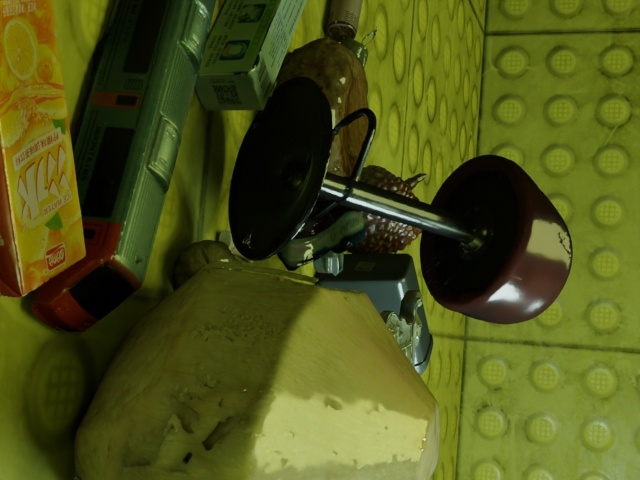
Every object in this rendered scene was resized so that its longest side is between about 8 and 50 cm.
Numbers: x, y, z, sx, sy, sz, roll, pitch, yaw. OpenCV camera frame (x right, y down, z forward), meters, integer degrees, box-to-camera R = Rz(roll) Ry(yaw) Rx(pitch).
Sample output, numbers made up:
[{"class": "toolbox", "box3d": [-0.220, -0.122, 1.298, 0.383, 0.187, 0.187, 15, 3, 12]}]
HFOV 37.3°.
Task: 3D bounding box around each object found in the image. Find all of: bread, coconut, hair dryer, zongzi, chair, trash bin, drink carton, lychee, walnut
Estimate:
[{"class": "bread", "box3d": [-0.005, -0.169, 1.348, 0.230, 0.123, 0.230, 1, 90, -74]}, {"class": "coconut", "box3d": [-0.056, 0.185, 0.905, 0.352, 0.352, 0.353, 3, 90, -72]}, {"class": "hair dryer", "box3d": [0.018, -0.462, 1.513, 0.220, 0.053, 0.195, 51, 44, -54]}, {"class": "zongzi", "box3d": [0.051, -0.272, 1.565, 0.154, 0.062, 0.130, -64, 159, -13]}, {"class": "chair", "box3d": [0.109, -0.035, 1.194, 0.401, 0.226, 0.227, 17, 72, -29]}, {"class": "trash bin", "box3d": [0.092, 0.140, 1.609, 0.101, 0.176, 0.236, -62, 145, -51]}, {"class": "drink carton", "box3d": [-0.243, -0.077, 0.719, 0.096, 0.071, 0.223, -46, 136, -65]}, {"class": "lychee", "box3d": [0.107, -0.057, 1.628, 0.197, 0.165, 0.165, -45, 155, -1]}, {"class": "walnut", "box3d": [-0.128, 0.041, 1.076, 0.092, 0.092, 0.092, 3, 90, -72]}]

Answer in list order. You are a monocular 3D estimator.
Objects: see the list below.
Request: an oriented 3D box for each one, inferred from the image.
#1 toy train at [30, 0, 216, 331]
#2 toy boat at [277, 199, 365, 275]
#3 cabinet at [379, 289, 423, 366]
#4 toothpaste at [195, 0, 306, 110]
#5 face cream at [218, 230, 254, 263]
[{"class": "toy train", "box3d": [-0.174, -0.110, 0.902, 0.086, 0.089, 0.409, 65, 32, -64]}, {"class": "toy boat", "box3d": [0.000, 0.000, 1.402, 0.262, 0.114, 0.115, -14, 110, -70]}, {"class": "cabinet", "box3d": [0.004, 0.228, 1.264, 0.290, 0.227, 0.318, -2, 95, -71]}, {"class": "toothpaste", "box3d": [-0.068, -0.299, 1.199, 0.067, 0.081, 0.337, 72, 27, -47]}, {"class": "face cream", "box3d": [-0.104, 0.007, 1.231, 0.115, 0.020, 0.038, 22, 71, -72]}]
